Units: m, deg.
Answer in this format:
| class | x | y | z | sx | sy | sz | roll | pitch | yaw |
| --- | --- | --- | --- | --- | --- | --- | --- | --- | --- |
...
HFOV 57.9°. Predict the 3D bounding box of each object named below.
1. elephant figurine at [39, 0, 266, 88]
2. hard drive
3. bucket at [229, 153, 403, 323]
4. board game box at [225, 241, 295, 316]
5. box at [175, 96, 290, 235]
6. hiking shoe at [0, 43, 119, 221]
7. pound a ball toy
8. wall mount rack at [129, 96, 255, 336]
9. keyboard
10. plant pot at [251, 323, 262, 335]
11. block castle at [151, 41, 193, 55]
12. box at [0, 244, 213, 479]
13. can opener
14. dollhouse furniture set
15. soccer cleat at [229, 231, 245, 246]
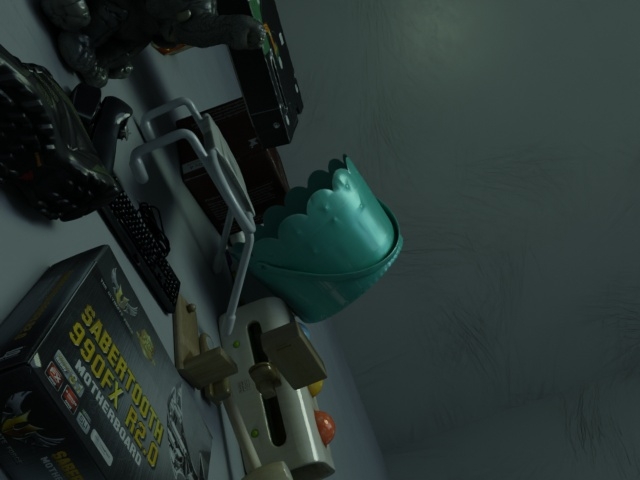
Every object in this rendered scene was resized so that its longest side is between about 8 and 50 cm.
| class | x | y | z | sx | sy | sz | roll | pitch | yaw |
| --- | --- | --- | --- | --- | --- | --- | --- | --- | --- |
| elephant figurine | -0.208 | -0.299 | 0.733 | 0.169 | 0.239 | 0.186 | -102 | 171 | -70 |
| hard drive | -0.112 | -0.359 | 1.026 | 0.237 | 0.064 | 0.339 | -82 | 160 | -60 |
| bucket | 0.000 | 0.000 | 1.030 | 0.183 | 0.281 | 0.281 | 49 | 8 | -13 |
| board game box | -0.091 | 0.089 | 1.290 | 0.275 | 0.142 | 0.144 | 59 | 12 | -75 |
| box | -0.168 | -0.146 | 1.170 | 0.203 | 0.168 | 0.167 | 67 | 5 | -54 |
| hiking shoe | -0.246 | -0.101 | 0.448 | 0.114 | 0.086 | 0.227 | 57 | -8 | 23 |
| pound a ball toy | -0.063 | 0.236 | 0.875 | 0.208 | 0.135 | 0.319 | 66 | 4 | -56 |
| wall mount rack | -0.167 | -0.047 | 0.875 | 0.350 | 0.130 | 0.304 | -117 | -179 | -62 |
| keyboard | -0.211 | -0.007 | 0.713 | 0.100 | 0.038 | 0.192 | -106 | 176 | -55 |
| plant pot | -0.104 | 0.184 | 1.152 | 0.079 | 0.083 | 0.083 | 54 | -10 | 50 |
| block castle | -0.302 | -0.579 | 1.161 | 0.453 | 0.212 | 0.303 | -55 | 125 | -87 |
| box | -0.160 | 0.142 | 0.454 | 0.183 | 0.056 | 0.231 | -101 | 171 | -68 |
| can opener | -0.247 | -0.102 | 0.643 | 0.059 | 0.073 | 0.186 | -58 | -146 | 41 |
| dollhouse furniture set | -0.095 | 0.129 | 0.779 | 0.144 | 0.151 | 0.123 | 63 | 6 | -46 |
| soccer cleat | -0.166 | 0.002 | 1.323 | 0.196 | 0.068 | 0.076 | 32 | 42 | -74 |
